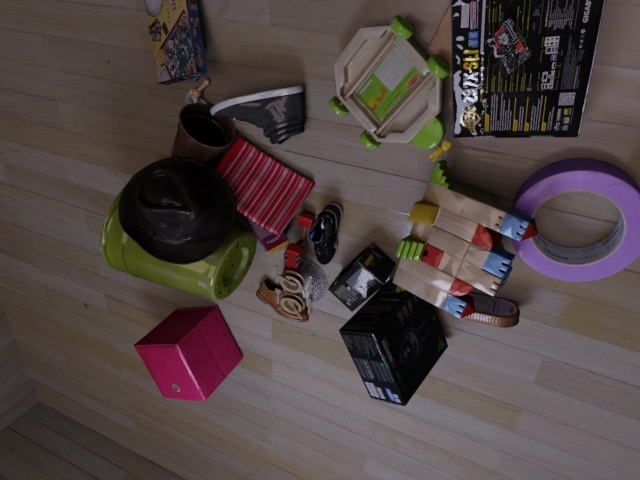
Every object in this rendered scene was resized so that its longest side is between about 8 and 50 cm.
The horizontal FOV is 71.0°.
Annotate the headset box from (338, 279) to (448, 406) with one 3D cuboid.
[{"bbox_3d":[0.224,0.277,1.290,0.131,0.283,0.246,-6,114,47],"label":"headset box"}]

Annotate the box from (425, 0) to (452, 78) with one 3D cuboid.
[{"bbox_3d":[0.346,-0.423,0.983,0.201,0.021,0.164,32,127,8],"label":"box"}]

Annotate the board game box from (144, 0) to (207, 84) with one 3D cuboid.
[{"bbox_3d":[-0.399,-0.568,1.230,0.165,0.042,0.243,1,102,33],"label":"board game box"}]

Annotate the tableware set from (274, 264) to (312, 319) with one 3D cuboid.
[{"bbox_3d":[-0.092,0.172,1.421,0.128,0.039,0.194,15,134,13],"label":"tableware set"}]

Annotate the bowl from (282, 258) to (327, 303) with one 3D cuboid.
[{"bbox_3d":[-0.068,0.151,1.488,0.170,0.080,0.170,12,121,21],"label":"bowl"}]

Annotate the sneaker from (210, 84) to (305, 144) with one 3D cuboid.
[{"bbox_3d":[-0.173,-0.333,1.251,0.296,0.104,0.146,-3,110,24],"label":"sneaker"}]

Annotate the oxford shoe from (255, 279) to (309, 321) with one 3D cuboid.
[{"bbox_3d":[-0.126,0.210,1.558,0.212,0.076,0.076,31,119,10],"label":"oxford shoe"}]

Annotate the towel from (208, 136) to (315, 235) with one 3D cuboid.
[{"bbox_3d":[-0.181,-0.163,1.317,0.275,0.198,0.031,33,169,7],"label":"towel"}]

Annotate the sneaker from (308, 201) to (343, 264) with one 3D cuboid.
[{"bbox_3d":[0.000,0.000,1.340,0.079,0.121,0.216,20,124,17],"label":"sneaker"}]

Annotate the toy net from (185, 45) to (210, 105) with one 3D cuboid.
[{"bbox_3d":[-0.383,-0.472,1.320,0.122,0.045,0.232,20,124,16],"label":"toy net"}]

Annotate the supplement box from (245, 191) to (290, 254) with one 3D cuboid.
[{"bbox_3d":[-0.179,-0.061,1.396,0.081,0.104,0.188,-30,104,-8],"label":"supplement box"}]

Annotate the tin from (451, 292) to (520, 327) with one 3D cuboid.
[{"bbox_3d":[0.442,0.186,1.224,0.190,0.106,0.040,9,120,23],"label":"tin"}]

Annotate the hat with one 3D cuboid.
[{"bbox_3d":[-0.391,-0.107,1.207,0.331,0.331,0.134,35,162,6],"label":"hat"}]

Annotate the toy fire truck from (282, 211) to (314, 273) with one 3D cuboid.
[{"bbox_3d":[-0.068,0.021,1.396,0.047,0.135,0.192,19,138,9],"label":"toy fire truck"}]

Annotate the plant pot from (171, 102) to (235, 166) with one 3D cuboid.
[{"bbox_3d":[-0.365,-0.292,1.350,0.167,0.167,0.165,44,135,-1],"label":"plant pot"}]

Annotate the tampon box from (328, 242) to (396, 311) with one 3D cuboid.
[{"bbox_3d":[0.123,0.108,1.337,0.101,0.120,0.161,42,127,0],"label":"tampon box"}]

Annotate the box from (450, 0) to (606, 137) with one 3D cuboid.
[{"bbox_3d":[0.398,-0.359,0.897,0.257,0.079,0.321,6,137,24],"label":"box"}]

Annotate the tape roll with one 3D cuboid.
[{"bbox_3d":[0.585,-0.044,1.031,0.275,0.090,0.274,12,121,20],"label":"tape roll"}]

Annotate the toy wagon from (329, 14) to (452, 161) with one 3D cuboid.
[{"bbox_3d":[0.183,-0.336,1.070,0.344,0.068,0.267,48,132,1],"label":"toy wagon"}]

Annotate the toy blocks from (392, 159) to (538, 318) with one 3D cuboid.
[{"bbox_3d":[0.349,0.030,1.091,0.261,0.191,0.381,29,119,26],"label":"toy blocks"}]

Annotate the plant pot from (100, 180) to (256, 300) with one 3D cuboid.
[{"bbox_3d":[-0.406,0.009,1.399,0.353,0.366,0.366,26,126,13],"label":"plant pot"}]

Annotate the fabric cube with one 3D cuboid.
[{"bbox_3d":[-0.514,0.440,1.771,0.254,0.259,0.258,-8,113,32],"label":"fabric cube"}]
